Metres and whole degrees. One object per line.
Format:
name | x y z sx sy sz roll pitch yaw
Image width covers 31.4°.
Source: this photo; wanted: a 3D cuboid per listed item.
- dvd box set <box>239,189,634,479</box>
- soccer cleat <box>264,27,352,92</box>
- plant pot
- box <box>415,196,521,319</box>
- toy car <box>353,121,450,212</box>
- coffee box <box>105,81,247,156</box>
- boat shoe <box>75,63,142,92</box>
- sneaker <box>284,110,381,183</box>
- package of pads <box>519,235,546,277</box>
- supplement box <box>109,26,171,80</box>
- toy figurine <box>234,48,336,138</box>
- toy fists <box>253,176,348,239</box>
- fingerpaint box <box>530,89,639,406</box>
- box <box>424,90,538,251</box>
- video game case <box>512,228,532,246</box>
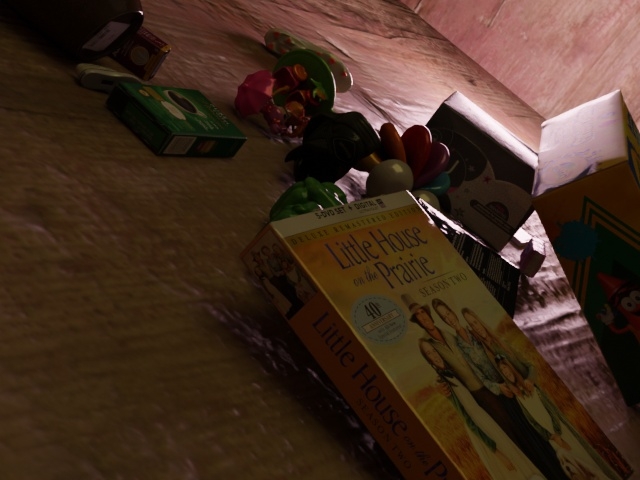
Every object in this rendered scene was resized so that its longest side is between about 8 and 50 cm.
dvd box set | 0.135 0.136 1.209 0.420 0.062 0.308 53 30 14
soccer cleat | -0.019 -0.357 2.228 0.196 0.068 0.076 32 17 -2
plant pot | -0.347 -0.363 1.535 0.230 0.215 0.215 55 22 7
box | 0.159 0.060 1.515 0.184 0.103 0.261 38 20 0
toy car | 0.136 -0.113 1.786 0.182 0.136 0.159 44 10 -37
coffee box | -0.189 -0.160 1.528 0.113 0.040 0.184 43 21 18
boat shoe | -0.282 -0.216 1.515 0.100 0.035 0.035 5 39 -45
sneaker | -0.007 -0.127 1.693 0.087 0.130 0.227 56 -13 -14
package of pads | 0.376 0.029 2.019 0.032 0.050 0.083 30 20 -1
supplement box | -0.267 -0.279 1.650 0.083 0.055 0.043 34 20 -4
toy figurine | -0.063 -0.212 1.805 0.159 0.130 0.173 -22 84 -52
toy fists | 0.000 0.000 1.399 0.142 0.096 0.279 33 21 -4
fingerpaint box | 0.499 -0.008 1.865 0.371 0.163 0.445 63 21 -12
box | 0.281 -0.124 2.046 0.247 0.163 0.142 38 22 5
video game case | 0.350 -0.033 2.179 0.122 0.011 0.087 43 21 18
